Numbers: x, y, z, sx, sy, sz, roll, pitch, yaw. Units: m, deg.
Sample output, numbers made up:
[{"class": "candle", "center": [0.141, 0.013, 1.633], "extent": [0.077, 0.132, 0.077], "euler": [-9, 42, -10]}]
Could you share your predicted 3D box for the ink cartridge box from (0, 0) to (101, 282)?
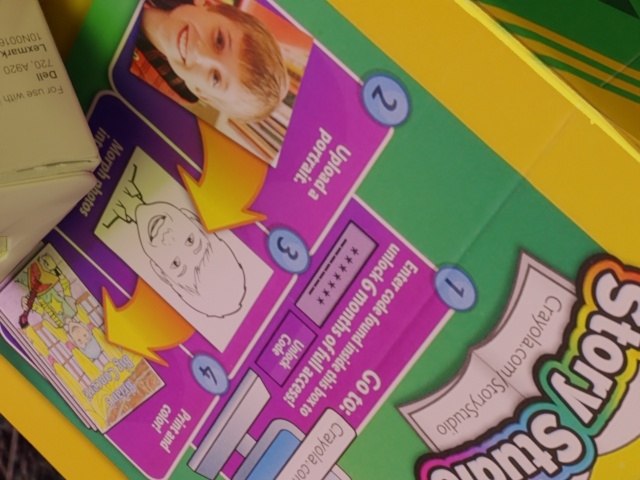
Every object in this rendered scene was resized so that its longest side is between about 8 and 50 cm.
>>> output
[{"class": "ink cartridge box", "center": [-0.185, -0.086, 0.718], "extent": [0.160, 0.093, 0.219], "euler": [-40, 69, 53]}]

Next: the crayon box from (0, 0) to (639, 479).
[{"class": "crayon box", "center": [0.000, 0.000, 0.750], "extent": [0.313, 0.106, 0.363], "euler": [43, 137, 8]}]
